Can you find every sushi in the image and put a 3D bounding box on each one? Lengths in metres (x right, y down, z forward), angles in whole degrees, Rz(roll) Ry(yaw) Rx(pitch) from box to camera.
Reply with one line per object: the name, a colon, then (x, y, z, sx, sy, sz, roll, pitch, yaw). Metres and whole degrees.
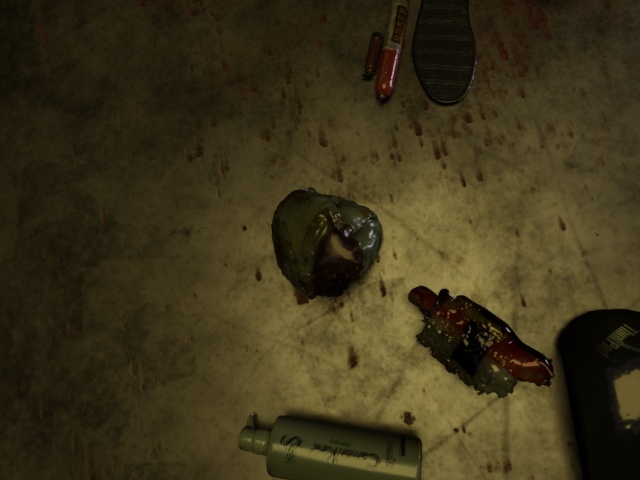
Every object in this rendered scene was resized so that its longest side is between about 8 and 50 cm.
sushi: (0.215, 0.146, 0.726, 0.226, 0.097, 0.103, 39, 81, 28)

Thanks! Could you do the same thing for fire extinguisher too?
fire extinguisher: (0.088, -0.313, 0.871, 0.028, 0.022, 0.083, 4, 78, 48)

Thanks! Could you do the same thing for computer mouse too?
computer mouse: (0.427, 0.223, 0.677, 0.170, 0.100, 0.269, -8, 78, 9)

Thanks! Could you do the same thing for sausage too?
sausage: (0.125, -0.353, 0.866, 0.034, 0.034, 0.253, 8, 80, 10)

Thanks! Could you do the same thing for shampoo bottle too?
shampoo bottle: (0.010, 0.306, 0.730, 0.263, 0.085, 0.085, 6, 80, 10)

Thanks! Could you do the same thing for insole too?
insole: (0.216, -0.377, 0.869, 0.110, 0.012, 0.309, 6, 81, 11)

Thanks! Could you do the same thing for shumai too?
shumai: (-0.005, -0.004, 0.764, 0.184, 0.142, 0.184, -1, 80, 5)
